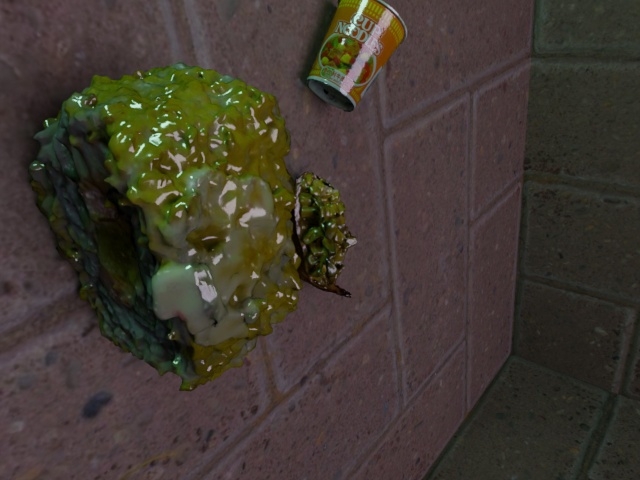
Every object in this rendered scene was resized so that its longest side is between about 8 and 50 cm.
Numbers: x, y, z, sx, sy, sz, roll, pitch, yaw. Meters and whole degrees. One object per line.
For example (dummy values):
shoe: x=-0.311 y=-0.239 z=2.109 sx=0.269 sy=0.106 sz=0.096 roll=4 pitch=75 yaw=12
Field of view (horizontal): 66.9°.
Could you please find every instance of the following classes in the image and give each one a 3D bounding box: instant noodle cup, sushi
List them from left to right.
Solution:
sushi: x=-0.189 y=-0.022 z=0.646 sx=0.240 sy=0.351 sz=0.397 roll=-32 pitch=128 yaw=-39
sushi: x=-0.001 y=-0.002 z=1.018 sx=0.166 sy=0.179 sz=0.297 roll=-22 pitch=121 yaw=-50
instant noodle cup: x=0.062 y=-0.374 z=0.989 sx=0.168 sy=0.168 sz=0.185 roll=32 pitch=87 yaw=-50

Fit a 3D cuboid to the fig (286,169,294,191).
fig: x=-0.124 y=-0.083 z=0.919 sx=0.126 sy=0.185 sz=0.133 roll=29 pitch=71 yaw=-11
